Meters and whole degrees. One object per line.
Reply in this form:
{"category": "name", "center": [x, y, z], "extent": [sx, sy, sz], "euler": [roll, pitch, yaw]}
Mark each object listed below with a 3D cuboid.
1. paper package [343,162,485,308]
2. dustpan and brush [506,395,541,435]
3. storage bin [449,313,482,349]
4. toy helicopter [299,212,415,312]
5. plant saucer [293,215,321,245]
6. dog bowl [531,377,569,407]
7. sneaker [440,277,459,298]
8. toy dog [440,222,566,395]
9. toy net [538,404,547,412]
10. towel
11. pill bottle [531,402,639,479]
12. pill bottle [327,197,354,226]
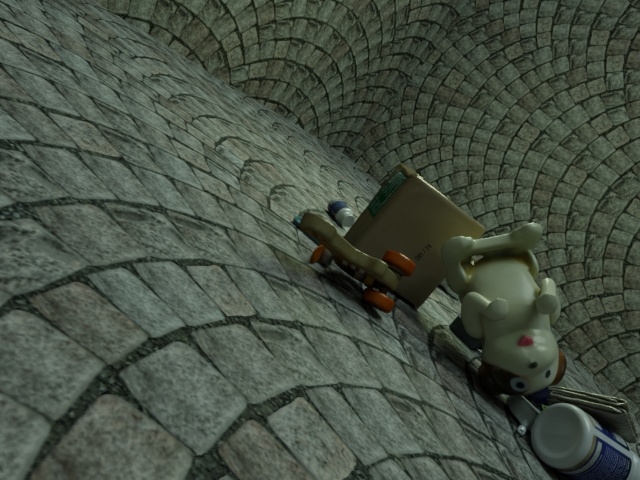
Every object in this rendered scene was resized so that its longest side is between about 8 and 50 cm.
{"category": "paper package", "center": [0.271, -0.013, 1.611], "extent": [0.310, 0.324, 0.168], "euler": [33, 14, -21]}
{"category": "dustpan and brush", "center": [0.535, 0.464, 1.369], "extent": [0.147, 0.060, 0.211], "euler": [44, 7, 23]}
{"category": "storage bin", "center": [0.493, 0.291, 1.728], "extent": [0.091, 0.098, 0.135], "euler": [1, 39, -52]}
{"category": "toy helicopter", "center": [0.055, 0.027, 1.285], "extent": [0.235, 0.140, 0.355], "euler": [22, -14, 43]}
{"category": "plant saucer", "center": [0.000, 0.000, 1.503], "extent": [0.192, 0.018, 0.067], "euler": [42, 14, 7]}
{"category": "dog bowl", "center": [0.667, 0.371, 1.630], "extent": [0.265, 0.104, 0.264], "euler": [56, 20, -33]}
{"category": "sneaker", "center": [0.512, 0.126, 2.210], "extent": [0.297, 0.129, 0.111], "euler": [31, 18, -28]}
{"category": "toy dog", "center": [0.494, 0.219, 1.448], "extent": [0.285, 0.395, 0.407], "euler": [-5, 56, -8]}
{"category": "toy net", "center": [0.700, 0.539, 1.556], "extent": [0.122, 0.045, 0.232], "euler": [48, 16, 32]}
{"category": "towel", "center": [0.696, 0.450, 1.354], "extent": [0.187, 0.049, 0.282], "euler": [4, -29, 40]}
{"category": "pill bottle", "center": [0.650, 0.513, 1.279], "extent": [0.265, 0.153, 0.153], "euler": [34, 15, -22]}
{"category": "pill bottle", "center": [0.076, -0.100, 1.915], "extent": [0.067, 0.067, 0.120], "euler": [28, 17, -38]}
